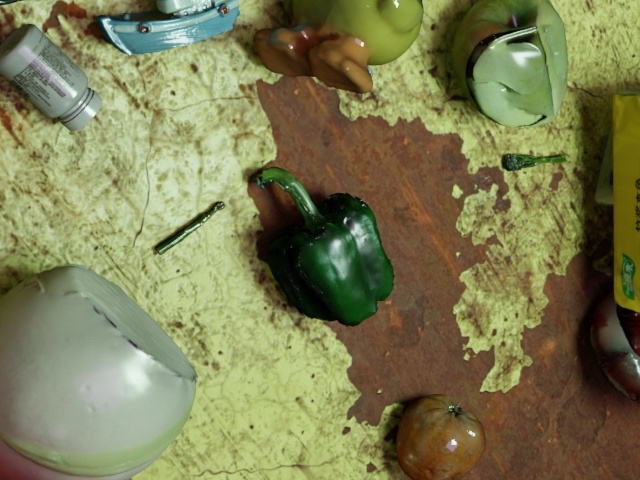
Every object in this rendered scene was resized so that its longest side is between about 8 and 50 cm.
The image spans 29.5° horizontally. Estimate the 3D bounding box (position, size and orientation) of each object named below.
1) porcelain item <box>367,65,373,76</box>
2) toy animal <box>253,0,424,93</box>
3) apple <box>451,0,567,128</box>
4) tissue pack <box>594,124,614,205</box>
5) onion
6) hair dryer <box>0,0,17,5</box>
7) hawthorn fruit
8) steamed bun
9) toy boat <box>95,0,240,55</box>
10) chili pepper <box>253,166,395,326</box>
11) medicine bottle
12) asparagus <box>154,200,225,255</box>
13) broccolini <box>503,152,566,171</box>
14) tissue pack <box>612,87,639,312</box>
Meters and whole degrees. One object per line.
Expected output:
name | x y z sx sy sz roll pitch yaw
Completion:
porcelain item | 0.045 -0.259 1.876 0.083 0.028 0.036 4 94 -33
toy animal | 0.071 -0.365 1.785 0.338 0.216 0.191 -61 149 -12
apple | 0.305 -0.289 1.949 0.207 0.174 0.188 -45 140 -25
tissue pack | 0.606 -0.120 2.207 0.196 0.092 0.148 9 94 -33
onion | 0.608 0.208 2.218 0.272 0.195 0.272 7 55 -10
hair dryer | -0.422 -0.327 1.585 0.083 0.031 0.079 -11 96 -44
hawthorn fruit | 0.196 0.349 2.005 0.149 0.149 0.189 5 91 -32
steamed bun | -0.336 0.205 1.583 0.309 0.309 0.309 -6 101 -31
toy boat | -0.209 -0.324 1.670 0.215 0.088 0.102 -23 119 -29
chili pepper | 0.000 0.000 1.818 0.174 0.165 0.261 -34 113 -9
medicine bottle | -0.358 -0.212 1.606 0.140 0.079 0.079 45 75 -30
asparagus | -0.189 -0.019 1.780 0.127 0.018 0.015 -37 141 -21
broccolini | 0.374 -0.137 2.096 0.140 0.035 0.030 -6 105 -32
tissue pack | 0.658 -0.076 2.058 0.293 0.228 0.382 -12 105 -29
